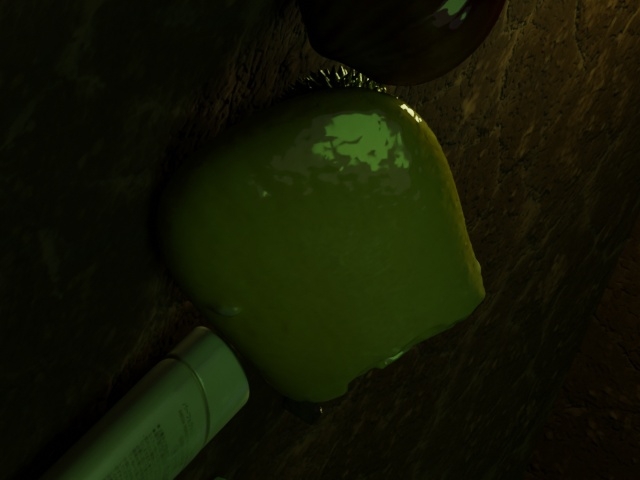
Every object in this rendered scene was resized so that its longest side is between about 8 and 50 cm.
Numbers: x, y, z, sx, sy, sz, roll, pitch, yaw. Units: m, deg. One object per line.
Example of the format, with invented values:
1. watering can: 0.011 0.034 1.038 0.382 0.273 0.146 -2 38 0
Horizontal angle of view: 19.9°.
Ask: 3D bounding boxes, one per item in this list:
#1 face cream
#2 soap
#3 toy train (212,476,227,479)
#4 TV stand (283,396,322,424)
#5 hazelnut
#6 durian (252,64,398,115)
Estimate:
1. face cream: -0.202 0.230 1.952 0.348 0.081 0.173 -45 155 -33
2. soap: -0.001 -0.002 1.900 0.306 0.115 0.427 -22 142 4
3. toy train: -0.148 0.357 2.301 0.122 0.050 0.081 -34 144 -47
4. TV stand: -0.006 0.133 2.319 0.040 0.049 0.256 -42 153 -40
5. hazelnut: 0.077 -0.266 1.808 0.210 0.210 0.186 88 15 -55
6. durian: 0.013 -0.130 1.920 0.137 0.095 0.221 -34 154 5
